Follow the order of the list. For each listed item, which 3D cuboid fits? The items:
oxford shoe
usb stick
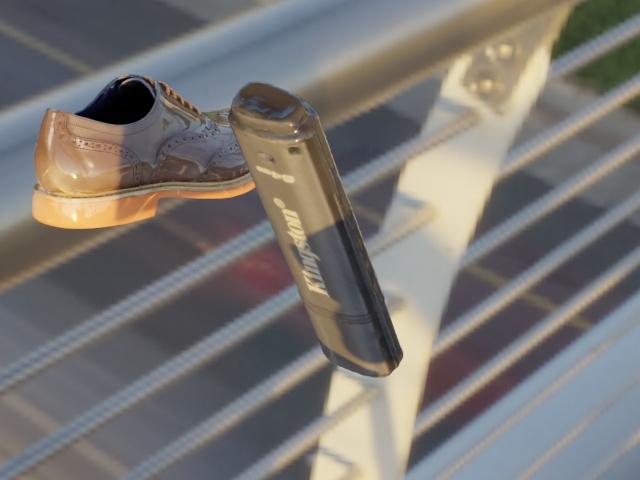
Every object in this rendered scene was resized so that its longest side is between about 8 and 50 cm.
[{"bbox_3d":[-0.156,-0.113,1.822,0.130,0.133,0.363,12,21,32],"label":"oxford shoe"},{"bbox_3d":[0.000,0.000,1.240,0.077,0.278,0.045,27,61,38],"label":"usb stick"}]
